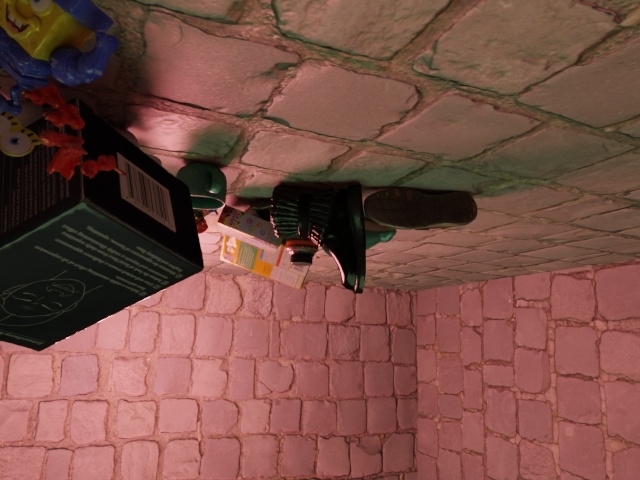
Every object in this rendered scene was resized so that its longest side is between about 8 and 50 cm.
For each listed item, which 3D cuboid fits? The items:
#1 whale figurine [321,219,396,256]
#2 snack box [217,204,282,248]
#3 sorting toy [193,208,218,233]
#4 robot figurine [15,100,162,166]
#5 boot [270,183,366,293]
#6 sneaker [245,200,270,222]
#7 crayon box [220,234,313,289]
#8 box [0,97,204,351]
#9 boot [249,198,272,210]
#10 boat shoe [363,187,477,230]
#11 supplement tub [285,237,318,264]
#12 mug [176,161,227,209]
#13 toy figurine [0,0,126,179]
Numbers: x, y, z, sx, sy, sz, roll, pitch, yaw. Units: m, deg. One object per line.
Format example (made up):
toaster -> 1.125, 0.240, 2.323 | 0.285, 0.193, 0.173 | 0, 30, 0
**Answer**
whale figurine -> 0.130, -0.003, 1.767 | 0.272, 0.141, 0.216 | 2, 168, -2
snack box -> -0.225, -0.033, 1.615 | 0.207, 0.070, 0.174 | 23, 168, -7
sorting toy -> -0.353, -0.093, 1.471 | 0.132, 0.046, 0.274 | -33, 161, -4
robot figurine -> -0.509, -0.155, 1.004 | 0.353, 0.200, 0.300 | 13, 172, -43
boot -> 0.000, -0.003, 1.449 | 0.260, 0.348, 0.131 | -3, -159, 8
sneaker -> -0.216, -0.087, 1.628 | 0.075, 0.057, 0.161 | -5, 170, 9
crayon box -> -0.189, 0.037, 1.809 | 0.322, 0.083, 0.203 | 21, 136, -1
box -> -0.460, -0.001, 0.869 | 0.395, 0.212, 0.293 | -26, 150, 10
boot -> -0.147, -0.118, 1.517 | 0.106, 0.037, 0.114 | -6, 177, -31
boat shoe -> 0.280, -0.079, 1.436 | 0.324, 0.123, 0.116 | 5, 170, -5
supplement tub -> -0.056, -0.021, 1.571 | 0.106, 0.198, 0.106 | 3, 169, 1
mug -> -0.293, -0.143, 1.274 | 0.157, 0.097, 0.129 | -3, 167, 21
toy figurine -> -0.345, -0.270, 0.619 | 0.362, 0.217, 0.191 | 44, -167, 11
